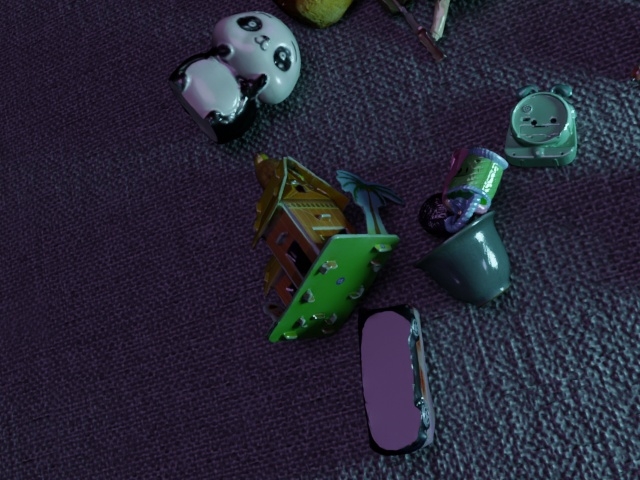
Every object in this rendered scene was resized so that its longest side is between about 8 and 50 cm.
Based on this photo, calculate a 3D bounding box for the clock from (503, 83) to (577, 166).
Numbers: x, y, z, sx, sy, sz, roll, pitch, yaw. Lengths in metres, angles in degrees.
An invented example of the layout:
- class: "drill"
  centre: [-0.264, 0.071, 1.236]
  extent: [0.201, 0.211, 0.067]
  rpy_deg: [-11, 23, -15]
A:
- class: "clock"
  centre: [0.469, -0.250, 1.786]
  extent: [0.148, 0.060, 0.188]
  rpy_deg: [-1, 72, 22]

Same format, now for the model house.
- class: "model house"
  centre: [0.000, 0.000, 1.835]
  extent: [0.323, 0.340, 0.300]
  rpy_deg: [54, 127, 31]

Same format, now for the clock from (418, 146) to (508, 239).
- class: "clock"
  centre: [0.292, -0.094, 1.744]
  extent: [0.100, 0.194, 0.195]
  rpy_deg: [29, 89, -10]

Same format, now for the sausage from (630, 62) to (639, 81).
- class: "sausage"
  centre: [0.730, -0.412, 1.746]
  extent: [0.223, 0.029, 0.029]
  rpy_deg: [-45, 63, 4]

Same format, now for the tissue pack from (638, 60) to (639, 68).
- class: "tissue pack"
  centre: [0.791, -0.409, 1.667]
  extent: [0.263, 0.089, 0.177]
  rpy_deg: [16, 83, 16]

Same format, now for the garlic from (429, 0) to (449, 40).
- class: "garlic"
  centre: [0.296, -0.570, 1.916]
  extent: [0.199, 0.199, 0.226]
  rpy_deg: [13, 103, 25]

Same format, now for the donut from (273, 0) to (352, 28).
- class: "donut"
  centre: [-0.040, -0.607, 2.064]
  extent: [0.295, 0.112, 0.151]
  rpy_deg: [5, 92, 38]

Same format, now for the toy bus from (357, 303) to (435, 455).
- class: "toy bus"
  centre: [0.155, 0.281, 1.698]
  extent: [0.127, 0.147, 0.302]
  rpy_deg: [-12, 71, 18]

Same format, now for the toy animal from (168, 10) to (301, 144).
- class: "toy animal"
  centre: [-0.193, -0.405, 2.018]
  extent: [0.310, 0.251, 0.251]
  rpy_deg: [-39, 63, -7]

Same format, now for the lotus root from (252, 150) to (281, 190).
- class: "lotus root"
  centre: [-0.094, -0.146, 1.970]
  extent: [0.108, 0.094, 0.191]
  rpy_deg: [-37, 51, -21]

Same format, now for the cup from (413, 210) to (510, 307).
- class: "cup"
  centre: [0.311, 0.055, 1.706]
  extent: [0.199, 0.199, 0.150]
  rpy_deg: [-35, 83, 9]

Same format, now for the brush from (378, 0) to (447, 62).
- class: "brush"
  centre: [0.208, -0.538, 1.990]
  extent: [0.084, 0.071, 0.301]
  rpy_deg: [-42, 71, 23]
